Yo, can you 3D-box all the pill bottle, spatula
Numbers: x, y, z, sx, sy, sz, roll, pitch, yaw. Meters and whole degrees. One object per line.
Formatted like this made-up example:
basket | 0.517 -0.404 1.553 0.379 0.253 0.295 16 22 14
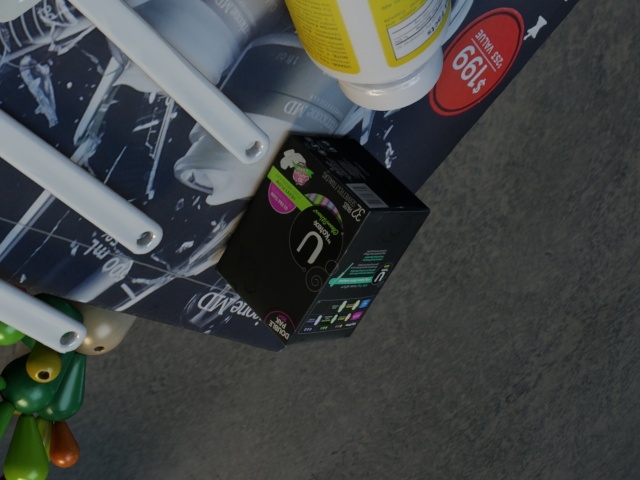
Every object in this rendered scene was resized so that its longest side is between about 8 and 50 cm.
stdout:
pill bottle | 0.017 -0.103 0.470 0.065 0.065 0.116 -39 149 -9
spatula | -0.113 -0.040 0.439 0.168 0.019 0.242 -45 146 2

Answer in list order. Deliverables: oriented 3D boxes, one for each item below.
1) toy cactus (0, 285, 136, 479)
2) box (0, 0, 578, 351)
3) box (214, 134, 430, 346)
toy cactus | -0.185 0.077 0.795 0.180 0.112 0.219 -49 153 -32
box | -0.058 -0.134 0.583 0.312 0.179 0.343 -50 149 11
box | 0.000 0.000 0.580 0.052 0.062 0.083 -3 131 -50
